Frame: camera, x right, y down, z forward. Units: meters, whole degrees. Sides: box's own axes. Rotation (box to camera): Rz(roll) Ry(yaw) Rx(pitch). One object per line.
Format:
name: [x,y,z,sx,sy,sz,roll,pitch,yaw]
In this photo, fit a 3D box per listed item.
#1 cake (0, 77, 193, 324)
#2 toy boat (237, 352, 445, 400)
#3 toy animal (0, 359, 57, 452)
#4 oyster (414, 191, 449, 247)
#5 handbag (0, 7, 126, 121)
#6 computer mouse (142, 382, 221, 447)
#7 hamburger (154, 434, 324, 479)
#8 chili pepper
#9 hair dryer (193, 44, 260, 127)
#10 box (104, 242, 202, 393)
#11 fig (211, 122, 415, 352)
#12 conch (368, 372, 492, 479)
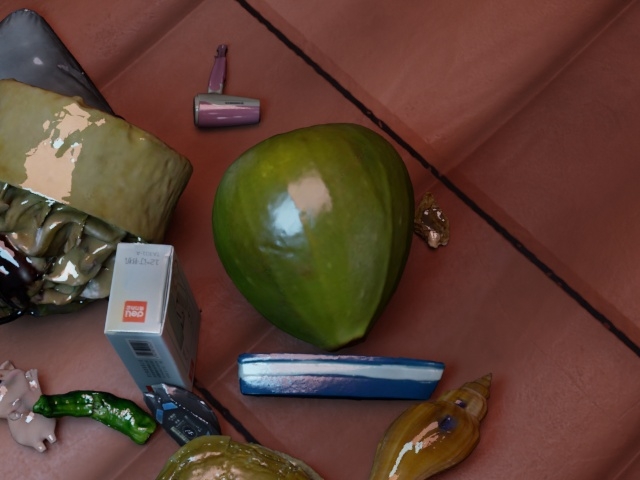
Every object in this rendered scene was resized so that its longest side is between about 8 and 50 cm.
cake: [-0.375,-0.024,1.765,0.332,0.332,0.321,20,84,8]
toy boat: [0.030,0.195,1.809,0.299,0.096,0.062,1,78,-3]
toy animal: [-0.431,0.238,1.798,0.150,0.089,0.083,44,43,20]
oyster: [0.167,-0.033,1.939,0.051,0.034,0.093,-20,64,-17]
handbag: [-0.450,-0.221,1.997,0.191,0.075,0.332,-34,68,-17]
computer mouse: [-0.190,0.246,1.792,0.135,0.079,0.047,40,40,-6]
hamburger: [-0.118,0.401,1.695,0.265,0.134,0.285,22,70,11]
chili pepper: [-0.318,0.239,1.780,0.182,0.050,0.073,15,29,-24]
hair dryer: [-0.154,-0.251,2.024,0.106,0.054,0.154,-4,63,-7]
box: [-0.225,0.112,1.745,0.079,0.269,0.135,3,65,5]
fig: [0.000,0.000,1.791,0.316,0.316,0.316,0,67,0]
conch: [0.134,0.294,1.751,0.109,0.093,0.330,45,63,7]
